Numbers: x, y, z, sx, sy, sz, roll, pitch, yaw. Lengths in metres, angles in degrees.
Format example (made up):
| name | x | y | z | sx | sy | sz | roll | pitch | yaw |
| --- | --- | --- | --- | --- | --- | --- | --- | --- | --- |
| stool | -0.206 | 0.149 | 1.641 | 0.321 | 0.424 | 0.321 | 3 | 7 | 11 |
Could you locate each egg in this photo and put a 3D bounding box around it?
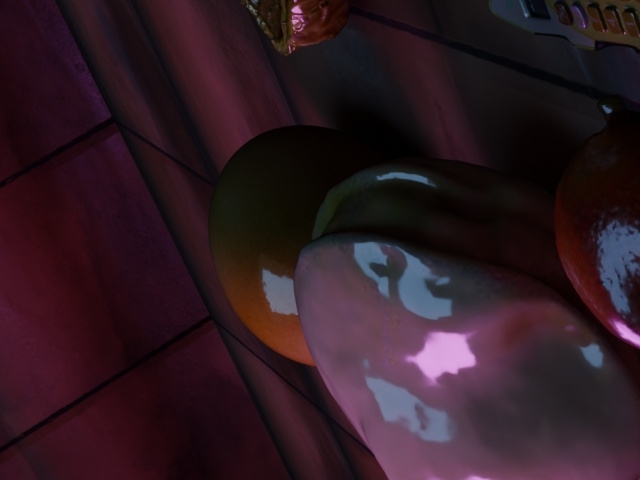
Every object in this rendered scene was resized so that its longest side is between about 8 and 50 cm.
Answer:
| name | x | y | z | sx | sy | sz | roll | pitch | yaw |
| --- | --- | --- | --- | --- | --- | --- | --- | --- | --- |
| egg | 0.000 | 0.000 | 1.693 | 0.322 | 0.250 | 0.250 | 56 | 167 | 42 |

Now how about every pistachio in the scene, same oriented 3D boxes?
| name | x | y | z | sx | sy | sz | roll | pitch | yaw |
| --- | --- | --- | --- | --- | --- | --- | --- | --- | --- |
| pistachio | 0.153 | 0.110 | 1.386 | 0.365 | 0.281 | 0.445 | 7 | 141 | 36 |

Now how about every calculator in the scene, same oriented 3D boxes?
| name | x | y | z | sx | sy | sz | roll | pitch | yaw |
| --- | --- | --- | --- | --- | --- | --- | --- | --- | --- |
| calculator | 0.189 | -0.214 | 1.116 | 0.236 | 0.033 | 0.157 | 28 | 146 | 57 |

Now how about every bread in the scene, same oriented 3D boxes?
| name | x | y | z | sx | sy | sz | roll | pitch | yaw |
| --- | --- | --- | --- | --- | --- | --- | --- | --- | --- |
| bread | -0.038 | -0.306 | 1.506 | 0.181 | 0.096 | 0.222 | 51 | 161 | 21 |

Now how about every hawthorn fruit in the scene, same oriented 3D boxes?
| name | x | y | z | sx | sy | sz | roll | pitch | yaw |
| --- | --- | --- | --- | --- | --- | --- | --- | --- | --- |
| hawthorn fruit | 0.246 | -0.017 | 1.088 | 0.188 | 0.169 | 0.169 | 56 | 164 | 3 |
